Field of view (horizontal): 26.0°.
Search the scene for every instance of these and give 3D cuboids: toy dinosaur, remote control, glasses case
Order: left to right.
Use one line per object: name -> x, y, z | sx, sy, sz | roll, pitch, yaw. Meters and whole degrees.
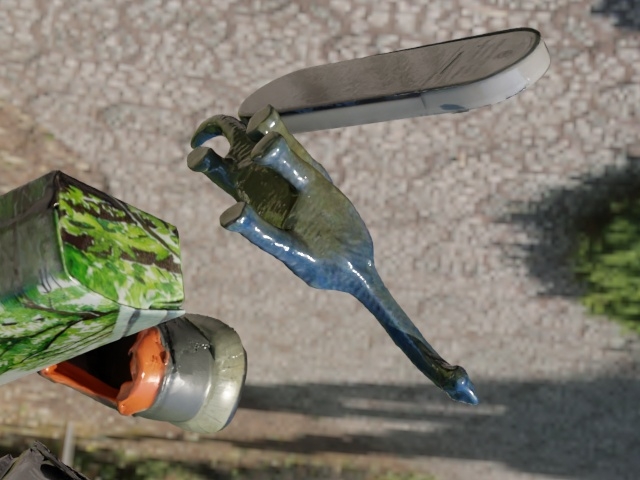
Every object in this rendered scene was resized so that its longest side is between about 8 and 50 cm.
glasses case -> -0.203, 0.051, 0.696 | 0.272, 0.062, 0.095 | -22, 153, 26
toy dinosaur -> 0.000, 0.000, 0.905 | 0.188, 0.075, 0.247 | 46, 178, -29
remote control -> 0.042, -0.102, 0.923 | 0.245, 0.077, 0.022 | -4, 123, 41

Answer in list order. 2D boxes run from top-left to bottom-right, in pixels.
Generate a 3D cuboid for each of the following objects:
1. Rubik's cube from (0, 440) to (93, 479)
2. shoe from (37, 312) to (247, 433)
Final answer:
Rubik's cube -> -0.173, 0.326, 0.731 | 0.310, 0.307, 0.305 | -29, -160, -28
shoe -> -0.231, 0.081, 1.318 | 0.336, 0.132, 0.171 | 28, -169, 41
